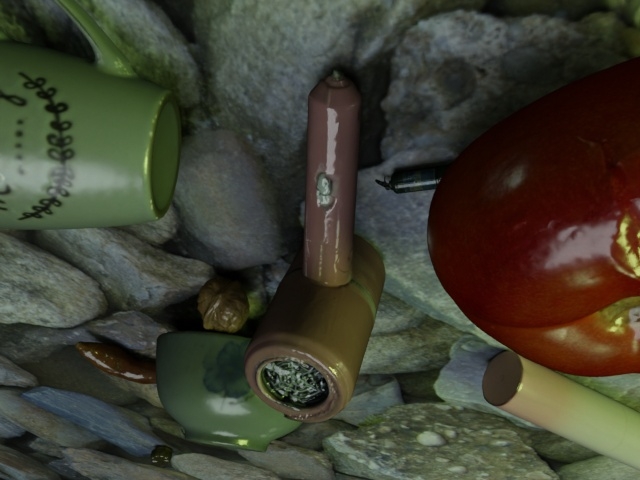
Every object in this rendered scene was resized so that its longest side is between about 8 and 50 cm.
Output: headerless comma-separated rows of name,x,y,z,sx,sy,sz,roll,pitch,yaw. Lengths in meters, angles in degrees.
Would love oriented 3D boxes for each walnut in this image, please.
walnut,-0.142,0.097,0.784,0.079,0.082,0.096,35,154,13

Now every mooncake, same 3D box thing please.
mooncake,-0.352,0.504,1.329,0.150,0.057,0.347,6,147,-11

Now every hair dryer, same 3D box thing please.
hair dryer,0.000,0.000,0.567,0.125,0.210,0.353,9,125,13

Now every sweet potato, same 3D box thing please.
sweet potato,-0.377,0.241,1.034,0.202,0.058,0.055,29,94,-23

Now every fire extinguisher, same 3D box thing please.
fire extinguisher,0.104,-0.064,0.581,0.083,0.025,0.038,-6,159,20

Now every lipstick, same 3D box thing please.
lipstick,0.409,0.273,0.830,0.326,0.087,0.087,26,138,-14

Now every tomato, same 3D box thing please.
tomato,0.240,-0.019,0.442,0.298,0.226,0.299,3,142,2

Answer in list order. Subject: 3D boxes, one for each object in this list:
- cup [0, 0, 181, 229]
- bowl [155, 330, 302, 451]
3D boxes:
cup,-0.263,-0.133,0.512,0.234,0.186,0.258,5,112,-3
bowl,-0.140,0.258,0.864,0.289,0.146,0.289,8,154,4
